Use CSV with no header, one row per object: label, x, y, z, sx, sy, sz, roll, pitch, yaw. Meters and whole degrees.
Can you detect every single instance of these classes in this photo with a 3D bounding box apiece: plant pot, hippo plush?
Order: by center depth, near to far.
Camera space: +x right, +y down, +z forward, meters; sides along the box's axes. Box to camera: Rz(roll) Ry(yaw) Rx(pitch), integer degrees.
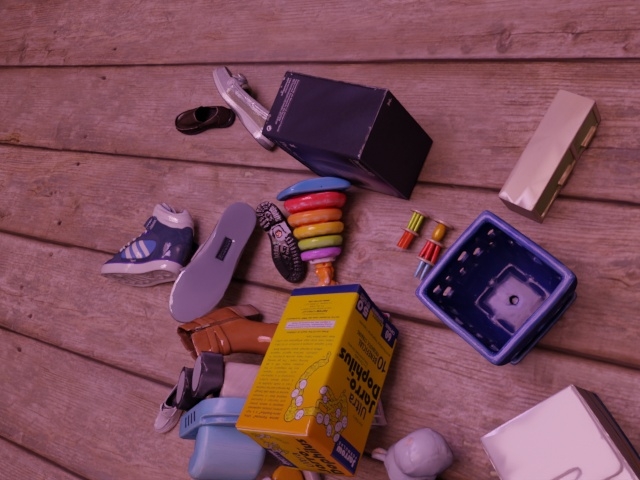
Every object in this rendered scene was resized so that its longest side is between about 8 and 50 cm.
plant pot,0.379,0.113,1.373,0.236,0.212,0.236,-51,57,7
hippo plush,0.235,0.525,1.373,0.294,0.234,0.237,113,159,-48

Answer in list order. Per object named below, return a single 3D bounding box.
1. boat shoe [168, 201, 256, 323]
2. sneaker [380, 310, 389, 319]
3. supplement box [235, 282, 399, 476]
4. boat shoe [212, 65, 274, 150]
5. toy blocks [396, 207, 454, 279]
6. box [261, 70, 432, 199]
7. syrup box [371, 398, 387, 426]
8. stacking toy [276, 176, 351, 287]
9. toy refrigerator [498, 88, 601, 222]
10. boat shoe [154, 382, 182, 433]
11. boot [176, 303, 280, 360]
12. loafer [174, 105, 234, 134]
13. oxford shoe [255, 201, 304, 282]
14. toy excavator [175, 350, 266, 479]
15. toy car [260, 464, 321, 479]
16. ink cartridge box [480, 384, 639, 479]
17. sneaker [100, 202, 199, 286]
boat shoe,-0.301,0.066,1.827,0.135,0.156,0.367,27,75,-6
sneaker,0.126,0.169,1.605,0.067,0.042,0.119,-29,70,25
supplement box,0.005,0.296,1.436,0.195,0.194,0.357,-7,47,37
boat shoe,-0.207,-0.403,1.937,0.103,0.118,0.320,-39,63,8
toy blocks,0.234,0.010,1.583,0.123,0.054,0.148,27,90,33
box,0.069,-0.251,1.614,0.294,0.296,0.183,18,84,33
syrup box,0.027,0.415,1.557,0.236,0.096,0.093,-23,64,24
stacking toy,0.000,0.000,1.683,0.175,0.165,0.302,-8,87,-17
toy refrigerator,0.508,-0.181,1.452,0.094,0.102,0.270,30,91,33
boat shoe,-0.408,0.455,1.819,0.184,0.063,0.066,-48,58,9
boot,-0.207,0.252,1.649,0.283,0.220,0.109,36,126,40
loafer,-0.372,-0.386,2.043,0.220,0.078,0.080,-6,72,29
oxford shoe,-0.094,0.004,1.768,0.082,0.096,0.227,-21,84,9
toy excavator,-0.248,0.531,1.571,0.433,0.222,0.445,135,143,-55
toy car,-0.073,0.623,1.540,0.136,0.159,0.182,-54,49,48
ink cartridge box,0.456,0.403,1.204,0.198,0.270,0.197,-36,60,16
sneaker,-0.511,0.005,1.992,0.322,0.130,0.236,-7,62,33
